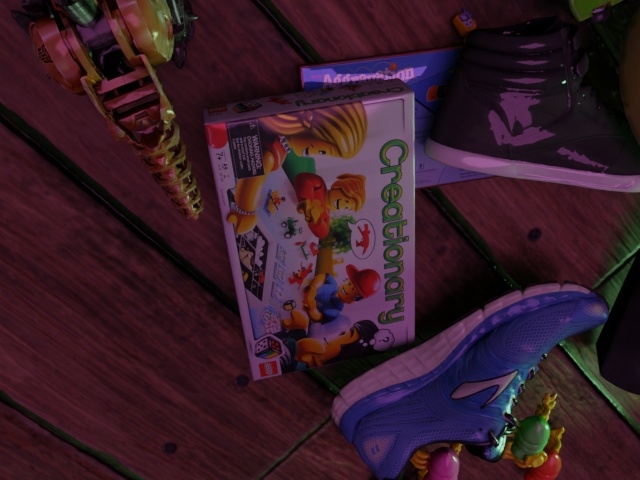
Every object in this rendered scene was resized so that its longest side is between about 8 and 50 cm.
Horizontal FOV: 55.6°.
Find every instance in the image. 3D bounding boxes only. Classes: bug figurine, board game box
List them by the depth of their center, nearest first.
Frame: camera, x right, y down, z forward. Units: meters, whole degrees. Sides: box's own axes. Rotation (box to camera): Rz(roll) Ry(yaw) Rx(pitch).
[{"bbox_3d":[0.000,0.000,0.631,0.192,0.053,0.306,-11,122,-8],"label":"board game box"},{"bbox_3d":[0.121,-0.129,0.645,0.281,0.027,0.145,-9,114,-8],"label":"board game box"},{"bbox_3d":[0.206,0.297,0.782,0.278,0.072,0.216,-15,135,-5],"label":"bug figurine"}]

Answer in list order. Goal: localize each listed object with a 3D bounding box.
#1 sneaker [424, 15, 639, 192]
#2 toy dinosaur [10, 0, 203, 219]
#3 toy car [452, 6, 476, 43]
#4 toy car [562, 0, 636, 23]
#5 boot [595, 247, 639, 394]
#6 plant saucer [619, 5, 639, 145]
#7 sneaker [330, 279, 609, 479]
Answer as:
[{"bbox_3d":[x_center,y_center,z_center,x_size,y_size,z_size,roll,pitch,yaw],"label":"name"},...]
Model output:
[{"bbox_3d":[0.259,-0.136,0.597,0.295,0.105,0.147,4,115,-9],"label":"sneaker"},{"bbox_3d":[-0.175,-0.168,0.463,0.164,0.218,0.322,-3,111,-12],"label":"toy dinosaur"},{"bbox_3d":[0.184,-0.252,0.597,0.122,0.060,0.041,-34,82,-5],"label":"toy car"},{"bbox_3d":[0.326,-0.286,0.605,0.224,0.053,0.239,-27,113,-7],"label":"toy car"},{"bbox_3d":[0.555,0.021,0.650,0.146,0.366,0.446,-4,115,-57],"label":"boot"},{"bbox_3d":[0.397,-0.149,0.554,0.240,0.037,0.241,0,85,-5],"label":"plant saucer"},{"bbox_3d":[0.183,0.164,0.685,0.329,0.147,0.130,-31,158,2],"label":"sneaker"}]
